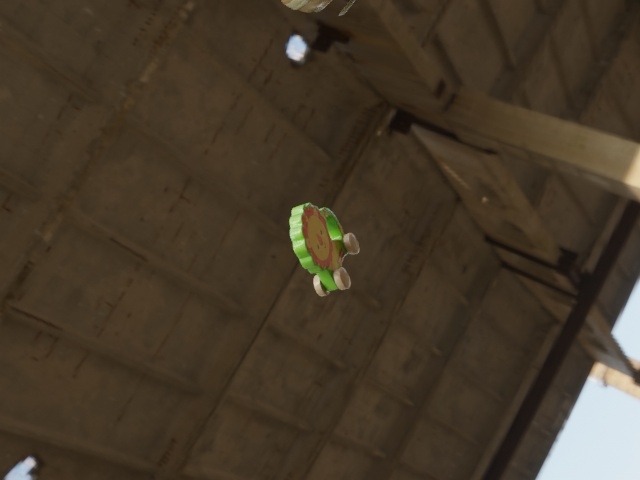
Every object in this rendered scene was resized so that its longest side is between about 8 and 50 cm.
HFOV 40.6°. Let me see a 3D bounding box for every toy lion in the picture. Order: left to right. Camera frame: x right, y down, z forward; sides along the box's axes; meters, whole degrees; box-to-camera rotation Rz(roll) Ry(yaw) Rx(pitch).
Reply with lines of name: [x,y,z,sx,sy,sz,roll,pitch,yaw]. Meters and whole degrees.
toy lion: [0.000,0.000,0.883,0.096,0.034,0.100,61,-154,-26]

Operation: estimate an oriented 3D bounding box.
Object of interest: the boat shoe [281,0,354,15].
boat shoe: [0.059,-0.325,0.877,0.089,0.104,0.285,40,-114,-20]
